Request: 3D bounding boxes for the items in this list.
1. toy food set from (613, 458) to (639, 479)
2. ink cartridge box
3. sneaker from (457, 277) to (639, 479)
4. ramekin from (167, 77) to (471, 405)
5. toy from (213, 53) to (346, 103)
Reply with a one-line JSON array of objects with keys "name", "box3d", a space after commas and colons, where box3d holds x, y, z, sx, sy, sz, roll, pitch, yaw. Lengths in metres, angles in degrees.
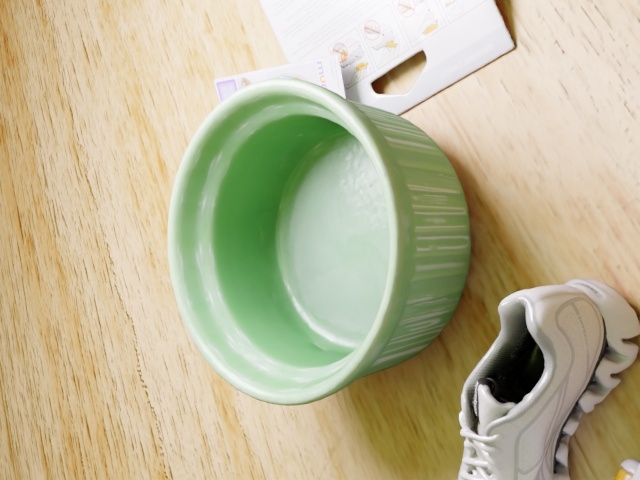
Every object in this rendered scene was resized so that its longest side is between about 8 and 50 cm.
[{"name": "toy food set", "box3d": [0.293, 0.182, 0.548, 0.232, 0.111, 0.104, 29, 93, 49]}, {"name": "ink cartridge box", "box3d": [0.065, -0.257, 0.922, 0.275, 0.060, 0.239, -25, 90, 44]}, {"name": "sneaker", "box3d": [0.153, 0.166, 0.704, 0.110, 0.118, 0.292, 26, 105, 46]}, {"name": "ramekin", "box3d": [0.000, 0.000, 0.851, 0.303, 0.148, 0.303, 2, 93, 42]}, {"name": "toy", "box3d": [-0.059, -0.132, 1.014, 0.237, 0.056, 0.137, 4, 111, 52]}]
